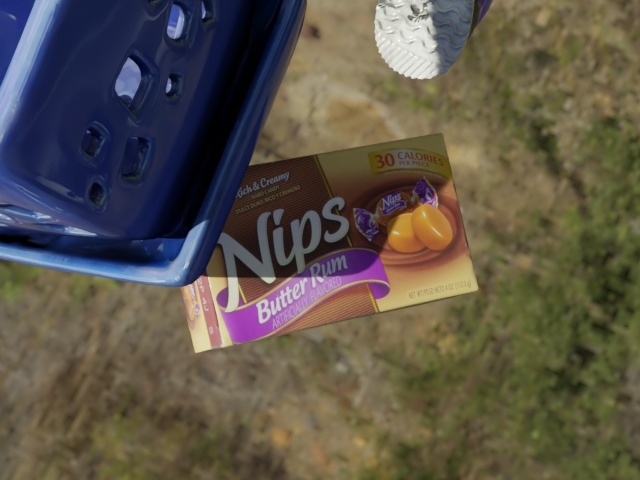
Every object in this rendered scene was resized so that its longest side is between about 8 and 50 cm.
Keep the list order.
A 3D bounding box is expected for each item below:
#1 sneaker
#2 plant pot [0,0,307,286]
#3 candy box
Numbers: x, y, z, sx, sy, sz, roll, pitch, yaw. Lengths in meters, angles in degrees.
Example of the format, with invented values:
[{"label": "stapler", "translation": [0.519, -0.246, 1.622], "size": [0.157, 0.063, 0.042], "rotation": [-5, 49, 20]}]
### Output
[{"label": "sneaker", "translation": [0.133, -0.291, 1.513], "size": [0.102, 0.293, 0.146], "rotation": [27, -159, 7]}, {"label": "plant pot", "translation": [-0.157, -0.106, 1.004], "size": [0.236, 0.236, 0.212], "rotation": [7, 159, 40]}, {"label": "candy box", "translation": [0.000, 0.000, 1.109], "size": [0.186, 0.109, 0.053], "rotation": [-10, 176, -27]}]
